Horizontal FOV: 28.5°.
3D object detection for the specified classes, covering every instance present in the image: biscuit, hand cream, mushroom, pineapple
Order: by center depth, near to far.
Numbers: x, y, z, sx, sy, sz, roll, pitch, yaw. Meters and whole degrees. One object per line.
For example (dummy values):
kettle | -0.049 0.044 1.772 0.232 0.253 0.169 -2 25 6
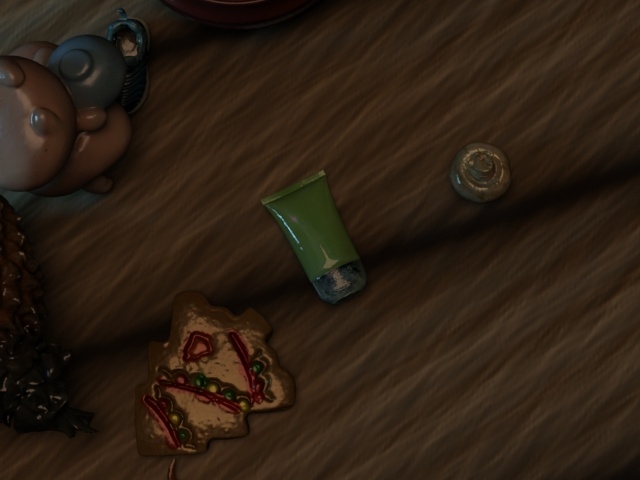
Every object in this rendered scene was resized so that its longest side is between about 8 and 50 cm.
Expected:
pineapple | -0.417 0.115 1.582 0.223 0.223 0.357 -30 89 -4
biscuit | -0.154 0.188 1.634 0.212 0.041 0.238 41 82 7
mushroom | 0.212 -0.091 1.662 0.084 0.067 0.083 -2 73 7
hand cream | 0.000 0.000 1.665 0.095 0.046 0.175 -26 72 -2

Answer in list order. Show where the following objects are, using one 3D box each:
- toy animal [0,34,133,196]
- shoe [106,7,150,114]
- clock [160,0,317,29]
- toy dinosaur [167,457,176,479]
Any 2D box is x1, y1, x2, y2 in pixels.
toy animal | -0.363 -0.144 1.596 0.210 0.229 0.221 49 46 3
shoe | -0.265 -0.240 1.707 0.064 0.071 0.143 6 84 4
clock | -0.111 -0.439 1.739 0.318 0.080 0.318 0 74 1
toy dinosaur | -0.152 0.394 1.586 0.142 0.057 0.212 16 81 -7
